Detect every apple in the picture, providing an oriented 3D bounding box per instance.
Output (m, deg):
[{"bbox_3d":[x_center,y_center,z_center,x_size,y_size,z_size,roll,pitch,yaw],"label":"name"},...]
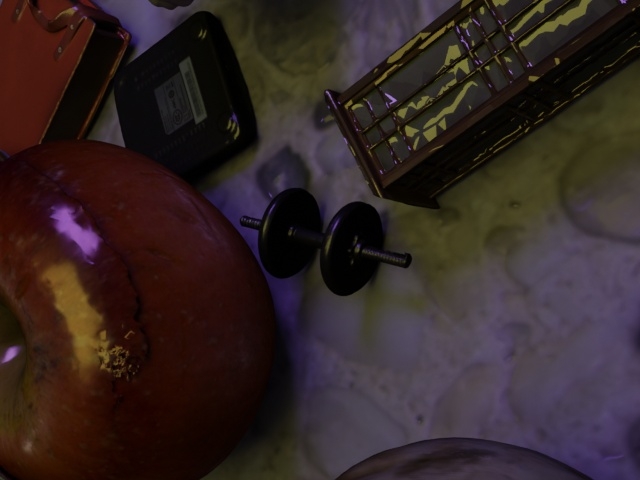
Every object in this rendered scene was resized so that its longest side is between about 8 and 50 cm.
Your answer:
[{"bbox_3d":[-0.158,0.060,0.711,0.272,0.206,0.251,30,114,34],"label":"apple"}]

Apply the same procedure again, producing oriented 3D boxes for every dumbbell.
[{"bbox_3d":[0.000,0.000,0.689,0.147,0.069,0.069,15,93,34],"label":"dumbbell"}]

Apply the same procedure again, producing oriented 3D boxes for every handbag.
[{"bbox_3d":[-0.261,-0.143,0.878,0.127,0.063,0.190,42,110,28],"label":"handbag"}]

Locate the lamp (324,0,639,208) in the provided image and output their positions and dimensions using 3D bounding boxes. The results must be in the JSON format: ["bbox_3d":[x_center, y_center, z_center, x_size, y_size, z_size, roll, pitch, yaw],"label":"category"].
[{"bbox_3d":[0.157,-0.141,0.591,0.325,0.090,0.089,-35,69,27],"label":"lamp"}]

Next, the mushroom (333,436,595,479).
[{"bbox_3d":[0.074,0.263,0.448,0.260,0.352,0.352,-14,78,20],"label":"mushroom"}]

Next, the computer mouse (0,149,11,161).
[{"bbox_3d":[-0.325,0.025,0.875,0.126,0.056,0.245,53,128,22],"label":"computer mouse"}]

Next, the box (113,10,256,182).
[{"bbox_3d":[-0.119,-0.111,0.802,0.125,0.027,0.126,-29,70,28],"label":"box"}]

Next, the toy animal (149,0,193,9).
[{"bbox_3d":[-0.065,-0.334,0.687,0.154,0.208,0.325,180,83,-72],"label":"toy animal"}]
